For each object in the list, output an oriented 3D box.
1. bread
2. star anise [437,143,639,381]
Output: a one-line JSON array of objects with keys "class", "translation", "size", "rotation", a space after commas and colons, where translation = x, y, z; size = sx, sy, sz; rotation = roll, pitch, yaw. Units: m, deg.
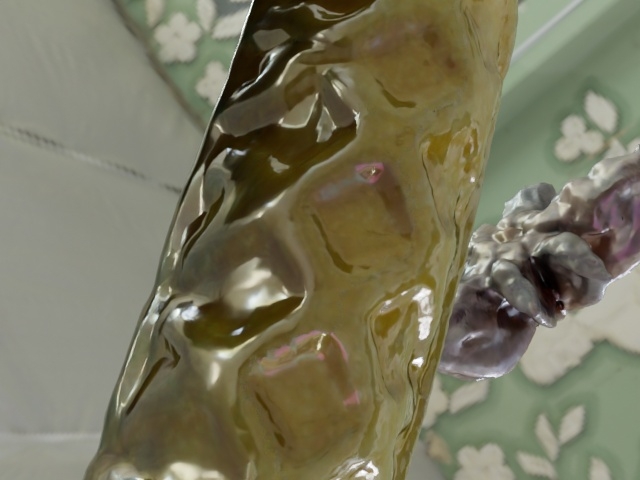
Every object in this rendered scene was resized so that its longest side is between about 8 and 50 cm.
[{"class": "bread", "translation": [0.000, 0.000, 0.378], "size": [0.087, 0.269, 0.098], "rotation": [12, 160, 14]}, {"class": "star anise", "translation": [0.149, 0.014, 0.910], "size": [0.093, 0.236, 0.229], "rotation": [53, -152, -14]}]
